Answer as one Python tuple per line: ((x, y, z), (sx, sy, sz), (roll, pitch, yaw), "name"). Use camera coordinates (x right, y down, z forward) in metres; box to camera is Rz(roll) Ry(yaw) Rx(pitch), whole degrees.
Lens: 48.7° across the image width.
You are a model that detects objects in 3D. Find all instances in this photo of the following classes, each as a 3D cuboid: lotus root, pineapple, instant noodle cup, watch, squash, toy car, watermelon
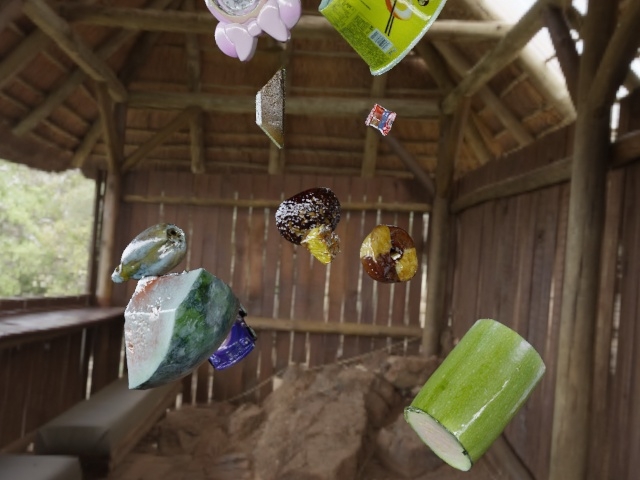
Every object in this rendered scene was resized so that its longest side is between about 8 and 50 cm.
((-0.575, 0.051, 2.372), (0.322, 0.158, 0.140), (-29, 15, 31), "lotus root")
((0.000, 0.000, 1.896), (0.116, 0.069, 0.137), (17, -31, 22), "pineapple")
((0.153, -0.616, 1.817), (0.221, 0.311, 0.311), (36, -13, -20), "instant noodle cup")
((-0.160, -0.564, 1.642), (0.211, 0.248, 0.217), (-22, 19, 10), "watch")
((0.458, 0.454, 2.098), (0.263, 0.384, 0.263), (39, -20, 17), "squash")
((-0.310, 0.266, 2.145), (0.235, 0.172, 0.158), (55, 1, 40), "toy car")
((-0.313, 0.177, 1.469), (0.213, 0.289, 0.320), (37, -4, 8), "watermelon")

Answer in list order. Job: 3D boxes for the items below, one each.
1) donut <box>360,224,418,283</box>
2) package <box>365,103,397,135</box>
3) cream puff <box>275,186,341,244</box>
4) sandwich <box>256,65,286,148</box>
((0.179, 0.041, 1.890), (0.184, 0.166, 0.073), (-15, -8, -46), "donut")
((0.207, -0.417, 2.431), (0.022, 0.083, 0.200), (17, 15, -22), "package")
((-0.038, -0.079, 2.476), (0.239, 0.165, 0.239), (-23, -15, -6), "cream puff")
((-0.154, -0.419, 2.240), (0.096, 0.258, 0.094), (-1, 9, -9), "sandwich")
